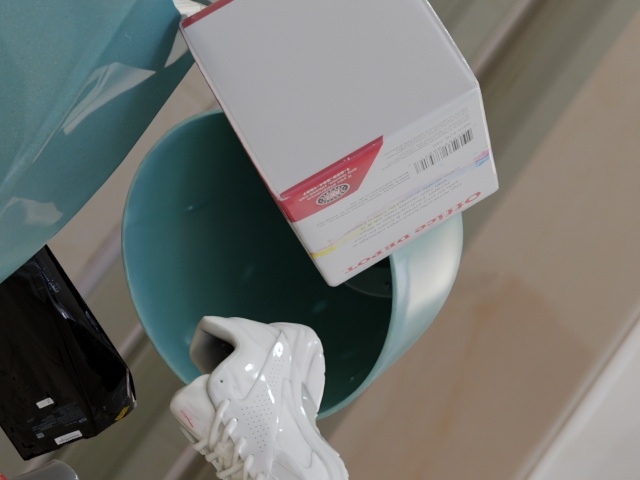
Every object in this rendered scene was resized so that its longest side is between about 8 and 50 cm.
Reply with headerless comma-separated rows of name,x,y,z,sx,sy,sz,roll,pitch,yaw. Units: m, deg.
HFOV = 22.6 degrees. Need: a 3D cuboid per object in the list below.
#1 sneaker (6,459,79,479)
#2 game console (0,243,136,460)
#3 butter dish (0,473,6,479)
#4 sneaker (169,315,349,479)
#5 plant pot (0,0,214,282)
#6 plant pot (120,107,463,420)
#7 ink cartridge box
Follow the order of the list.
sneaker,-0.280,0.316,1.694,0.222,0.118,0.083,44,-31,37
game console,-0.325,0.098,1.325,0.361,0.044,0.213,-22,-75,36
butter dish,-0.211,0.187,0.927,0.160,0.118,0.160,17,5,0
sneaker,-0.053,0.146,1.128,0.115,0.090,0.232,17,36,-26
plant pot,-0.201,-0.084,0.931,0.165,0.234,0.166,34,9,9
plant pot,0.000,0.000,1.514,0.293,0.293,0.235,33,28,21
ink cartridge box,0.017,-0.075,0.946,0.127,0.128,0.176,59,-1,20
